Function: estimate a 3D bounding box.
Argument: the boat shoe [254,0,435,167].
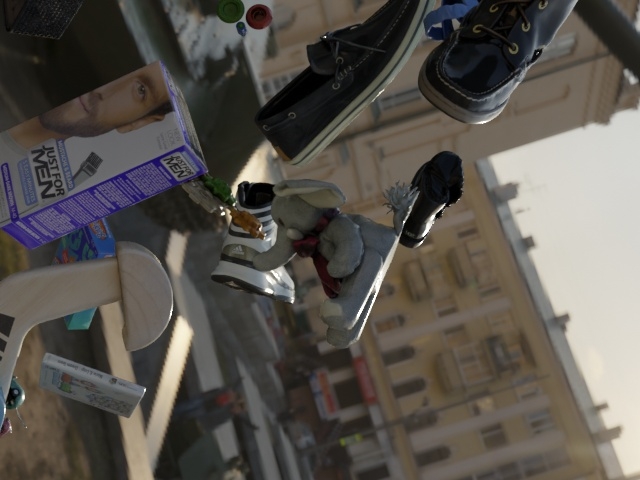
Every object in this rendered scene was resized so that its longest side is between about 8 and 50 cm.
[{"bbox_3d":[0.048,-0.366,2.039,0.156,0.500,0.187,36,25,-20],"label":"boat shoe"}]

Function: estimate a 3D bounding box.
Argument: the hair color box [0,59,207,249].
[{"bbox_3d":[-0.377,-0.141,1.634,0.110,0.339,0.185,59,9,-61],"label":"hair color box"}]

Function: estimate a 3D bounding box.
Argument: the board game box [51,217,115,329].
[{"bbox_3d":[-0.463,0.045,1.904,0.160,0.047,0.210,59,-46,37],"label":"board game box"}]

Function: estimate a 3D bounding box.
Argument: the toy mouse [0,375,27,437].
[{"bbox_3d":[-0.521,0.272,1.612,0.031,0.143,0.161,-9,117,-59],"label":"toy mouse"}]

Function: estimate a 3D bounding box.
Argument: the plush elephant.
[{"bbox_3d":[0.000,0.000,1.782,0.272,0.255,0.330,57,57,-79],"label":"plush elephant"}]

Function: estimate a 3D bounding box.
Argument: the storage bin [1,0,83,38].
[{"bbox_3d":[-0.425,-0.406,1.512,0.180,0.084,0.122,-34,-118,49],"label":"storage bin"}]

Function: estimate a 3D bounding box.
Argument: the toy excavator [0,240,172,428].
[{"bbox_3d":[-0.440,0.171,1.186,0.222,0.433,0.445,-147,-104,-72],"label":"toy excavator"}]

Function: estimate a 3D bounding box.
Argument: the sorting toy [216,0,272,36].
[{"bbox_3d":[-0.137,-0.399,1.768,0.042,0.102,0.061,80,24,-79],"label":"sorting toy"}]

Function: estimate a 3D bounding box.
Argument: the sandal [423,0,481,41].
[{"bbox_3d":[0.287,-0.439,1.839,0.138,0.126,0.317,40,50,-15],"label":"sandal"}]

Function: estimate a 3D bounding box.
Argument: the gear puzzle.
[{"bbox_3d":[-0.231,-0.121,1.914,0.339,0.044,0.175,43,13,5],"label":"gear puzzle"}]

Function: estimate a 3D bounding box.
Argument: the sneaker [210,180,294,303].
[{"bbox_3d":[-0.122,0.004,2.317,0.447,0.169,0.257,50,55,-80],"label":"sneaker"}]

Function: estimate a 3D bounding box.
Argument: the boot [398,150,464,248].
[{"bbox_3d":[0.247,-0.121,2.038,0.246,0.094,0.207,-60,180,-35],"label":"boot"}]

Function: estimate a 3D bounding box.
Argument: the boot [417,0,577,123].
[{"bbox_3d":[0.292,-0.344,1.393,0.138,0.377,0.284,39,-47,10],"label":"boot"}]

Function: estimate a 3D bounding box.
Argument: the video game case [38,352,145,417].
[{"bbox_3d":[-0.328,0.209,1.393,0.157,0.143,0.019,129,-19,-63],"label":"video game case"}]
